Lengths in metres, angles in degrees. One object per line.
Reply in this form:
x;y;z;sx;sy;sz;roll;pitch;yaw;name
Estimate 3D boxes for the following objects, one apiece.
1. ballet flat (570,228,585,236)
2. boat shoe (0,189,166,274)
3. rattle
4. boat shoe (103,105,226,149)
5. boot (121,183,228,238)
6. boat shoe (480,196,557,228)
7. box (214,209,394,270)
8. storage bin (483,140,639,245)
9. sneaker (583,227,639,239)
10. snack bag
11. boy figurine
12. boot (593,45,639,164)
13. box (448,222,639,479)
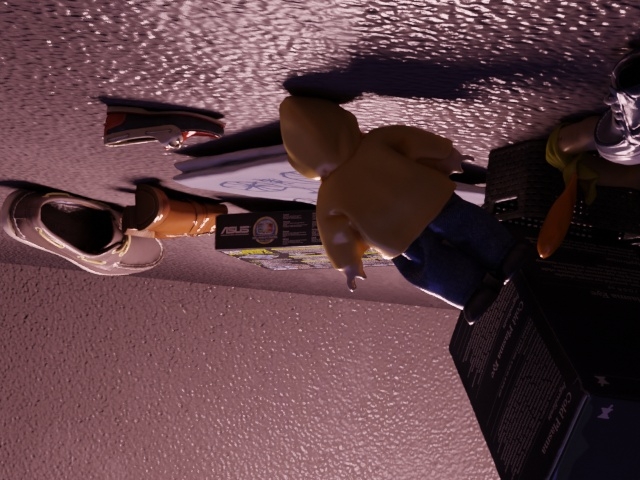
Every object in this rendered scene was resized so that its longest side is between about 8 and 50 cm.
0.312;0.011;1.858;0.213;0.068;0.072;7;173;-6;ballet flat
-0.383;-0.010;2.150;0.096;0.117;0.324;3;167;44;boat shoe
0.318;-0.039;1.242;0.199;0.143;0.130;19;143;-25;rattle
-0.173;-0.121;1.398;0.137;0.043;0.049;5;170;4;boat shoe
-0.215;-0.044;1.955;0.152;0.073;0.197;1;173;-20;boot
0.247;-0.006;1.610;0.091;0.114;0.302;2;173;-1;boat shoe
0.000;0.000;1.997;0.270;0.060;0.216;-3;169;23;box
0.281;-0.048;1.394;0.180;0.084;0.122;9;172;-21;storage bin
0.461;0.022;1.687;0.226;0.086;0.163;18;160;-10;sneaker
0.030;-0.075;1.592;0.342;0.037;0.323;8;174;-30;snack bag
0.065;-0.035;1.247;0.285;0.177;0.092;37;-176;5;boy figurine
0.258;-0.116;1.018;0.086;0.069;0.190;17;161;-19;boot
0.346;0.153;1.311;0.343;0.179;0.312;9;-153;-14;box
